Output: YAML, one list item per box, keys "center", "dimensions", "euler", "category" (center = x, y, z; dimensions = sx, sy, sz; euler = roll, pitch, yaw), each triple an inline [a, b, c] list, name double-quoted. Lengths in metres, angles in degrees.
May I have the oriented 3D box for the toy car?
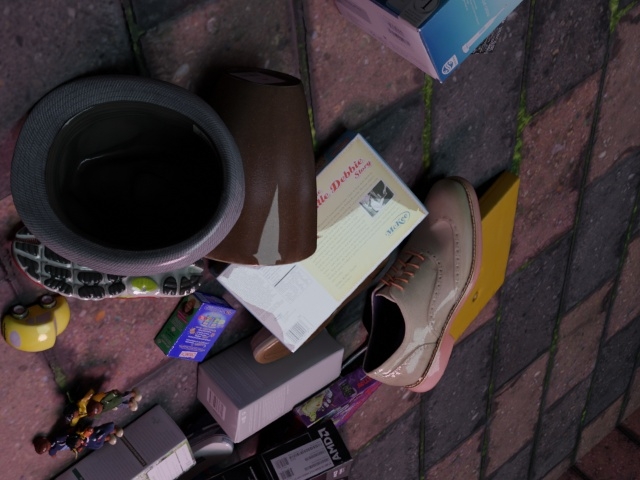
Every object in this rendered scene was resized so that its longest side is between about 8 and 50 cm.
- center: [-0.452, 0.135, 1.343]
  dimensions: [0.239, 0.053, 0.225]
  euler: [-44, 147, -8]
  category: "toy car"

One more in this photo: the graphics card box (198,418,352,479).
- center: [-0.129, 0.468, 1.843]
  dimensions: [0.370, 0.094, 0.233]
  euler: [-23, 153, -16]
  category: "graphics card box"

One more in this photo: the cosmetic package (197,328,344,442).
- center: [-0.087, 0.234, 1.812]
  dimensions: [0.238, 0.127, 0.107]
  euler: [-24, 142, -31]
  category: "cosmetic package"

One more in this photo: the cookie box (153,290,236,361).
- center: [-0.202, 0.138, 1.655]
  dimensions: [0.107, 0.040, 0.092]
  euler: [-55, 147, 9]
  category: "cookie box"

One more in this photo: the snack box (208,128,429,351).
- center: [0.000, 0.000, 1.648]
  dimensions: [0.322, 0.060, 0.187]
  euler: [-45, 112, -5]
  category: "snack box"

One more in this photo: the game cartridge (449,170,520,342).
- center: [0.306, 0.055, 2.108]
  dimensions: [0.285, 0.052, 0.324]
  euler: [-45, 148, -34]
  category: "game cartridge"

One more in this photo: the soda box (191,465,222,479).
- center: [-0.217, 0.473, 1.957]
  dimensions: [0.067, 0.071, 0.210]
  euler: [-46, 148, 0]
  category: "soda box"

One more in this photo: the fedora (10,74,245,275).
- center: [-0.229, -0.072, 1.269]
  dimensions: [0.124, 0.275, 0.244]
  euler: [106, -11, -80]
  category: "fedora"

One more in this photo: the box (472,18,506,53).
- center: [0.279, -0.356, 1.729]
  dimensions: [0.067, 0.018, 0.083]
  euler: [-14, 134, -42]
  category: "box"

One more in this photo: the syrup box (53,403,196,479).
- center: [-0.334, 0.393, 1.714]
  dimensions: [0.237, 0.096, 0.093]
  euler: [-34, 145, -20]
  category: "syrup box"

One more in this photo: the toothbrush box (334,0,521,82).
- center: [0.176, -0.395, 1.383]
  dimensions: [0.295, 0.216, 0.126]
  euler: [-44, 148, -5]
  category: "toothbrush box"

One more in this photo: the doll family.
- center: [-0.365, 0.284, 1.587]
  dimensions: [0.111, 0.076, 0.193]
  euler: [-8, 133, -52]
  category: "doll family"

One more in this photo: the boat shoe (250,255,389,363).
- center: [-0.016, 0.090, 1.777]
  dimensions: [0.302, 0.098, 0.109]
  euler: [-42, 160, -14]
  category: "boat shoe"

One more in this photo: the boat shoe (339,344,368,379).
- center: [0.115, 0.233, 2.101]
  dimensions: [0.184, 0.066, 0.063]
  euler: [-31, 147, 5]
  category: "boat shoe"

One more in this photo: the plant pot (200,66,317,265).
- center: [-0.095, -0.112, 1.399]
  dimensions: [0.215, 0.215, 0.231]
  euler: [-11, 118, -44]
  category: "plant pot"

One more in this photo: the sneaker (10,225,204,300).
- center: [-0.295, 0.042, 1.394]
  dimensions: [0.279, 0.118, 0.107]
  euler: [13, 71, -38]
  category: "sneaker"

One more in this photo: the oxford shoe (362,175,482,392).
- center: [0.179, 0.071, 1.822]
  dimensions: [0.146, 0.140, 0.397]
  euler: [14, 87, -38]
  category: "oxford shoe"

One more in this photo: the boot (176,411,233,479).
- center: [-0.232, 0.371, 1.838]
  dimensions: [0.190, 0.086, 0.069]
  euler: [-25, 125, 19]
  category: "boot"

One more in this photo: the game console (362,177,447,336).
- center: [0.188, 0.034, 2.006]
  dimensions: [0.213, 0.044, 0.361]
  euler: [-26, 141, -31]
  category: "game console"

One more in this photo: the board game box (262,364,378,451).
- center: [0.000, 0.346, 1.993]
  dimensions: [0.208, 0.056, 0.347]
  euler: [-34, 166, -28]
  category: "board game box"
